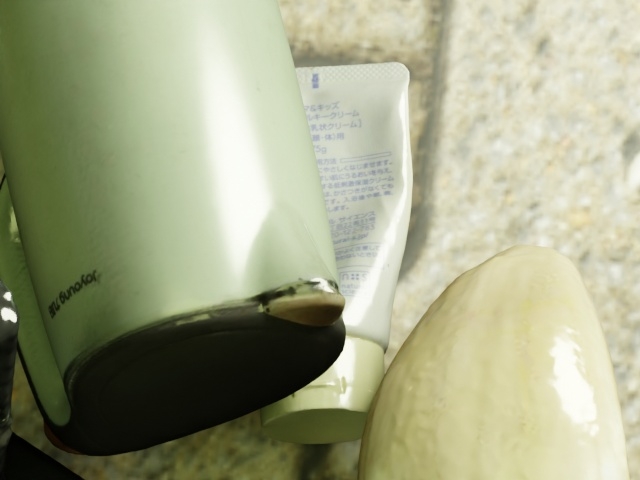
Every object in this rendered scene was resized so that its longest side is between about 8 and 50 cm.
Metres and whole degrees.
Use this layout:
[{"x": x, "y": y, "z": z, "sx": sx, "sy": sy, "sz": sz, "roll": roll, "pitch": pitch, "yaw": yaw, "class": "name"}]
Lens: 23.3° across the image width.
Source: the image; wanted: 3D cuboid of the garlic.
[{"x": 0.103, "y": 0.116, "z": 0.818, "sx": 0.145, "sy": 0.164, "sz": 0.244, "roll": -5, "pitch": 79, "yaw": 30, "class": "garlic"}]

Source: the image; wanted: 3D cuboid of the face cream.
[{"x": 0.000, "y": 0.000, "z": 0.891, "sx": 0.114, "sy": 0.070, "sz": 0.224, "roll": -2, "pitch": 67, "yaw": 0, "class": "face cream"}]

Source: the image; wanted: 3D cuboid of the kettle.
[{"x": -0.098, "y": -0.023, "z": 0.828, "sx": 0.240, "sy": 0.165, "sz": 0.255, "roll": -35, "pitch": 61, "yaw": 37, "class": "kettle"}]

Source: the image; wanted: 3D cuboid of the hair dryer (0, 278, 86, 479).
[{"x": -0.139, "y": 0.124, "z": 0.747, "sx": 0.244, "sy": 0.302, "sz": 0.116, "roll": 29, "pitch": 57, "yaw": 6, "class": "hair dryer"}]
